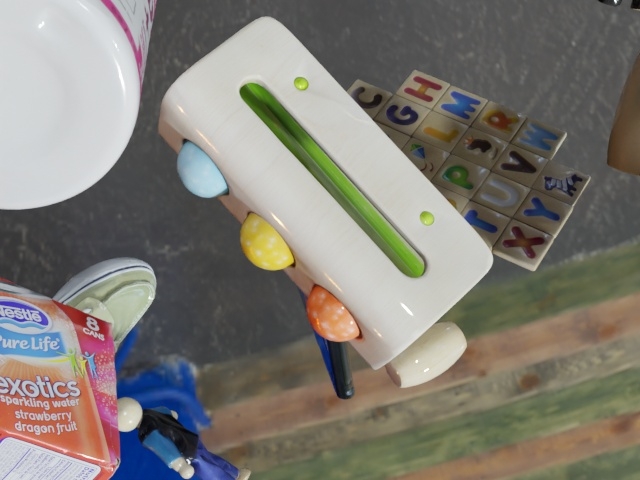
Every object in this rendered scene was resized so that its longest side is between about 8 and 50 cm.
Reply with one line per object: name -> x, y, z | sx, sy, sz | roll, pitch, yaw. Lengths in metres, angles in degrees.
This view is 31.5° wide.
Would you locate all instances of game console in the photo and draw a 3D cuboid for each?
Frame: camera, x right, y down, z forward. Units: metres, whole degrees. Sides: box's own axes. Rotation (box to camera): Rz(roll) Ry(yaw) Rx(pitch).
game console -> -0.011, 0.023, 1.799 | 0.060, 0.342, 0.386 | -18, 143, -6

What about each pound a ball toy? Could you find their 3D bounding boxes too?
pound a ball toy -> 0.000, 0.000, 0.959 | 0.136, 0.319, 0.208 | -40, 176, -18

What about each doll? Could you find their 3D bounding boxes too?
doll -> -0.155, 0.232, 1.260 | 0.189, 0.129, 0.046 | 40, 97, -21

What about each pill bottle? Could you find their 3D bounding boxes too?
pill bottle -> -0.192, -0.157, 0.762 | 0.160, 0.283, 0.160 | -2, 123, -3

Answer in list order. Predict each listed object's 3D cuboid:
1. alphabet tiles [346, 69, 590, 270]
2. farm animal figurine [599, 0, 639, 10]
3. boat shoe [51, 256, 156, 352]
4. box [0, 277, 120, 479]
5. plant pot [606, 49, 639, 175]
alphabet tiles -> 0.151, -0.091, 1.439 | 0.342, 0.285, 0.011 | 26, 146, 19
farm animal figurine -> 0.316, -0.200, 0.724 | 0.330, 0.327, 0.172 | 17, 116, 12
boat shoe -> -0.290, 0.125, 1.334 | 0.302, 0.094, 0.109 | -40, 139, -39
box -> -0.251, 0.146, 0.719 | 0.128, 0.122, 0.257 | 27, 122, -32
plant pot -> 0.406, -0.156, 1.013 | 0.284, 0.284, 0.191 | -2, 101, -12
